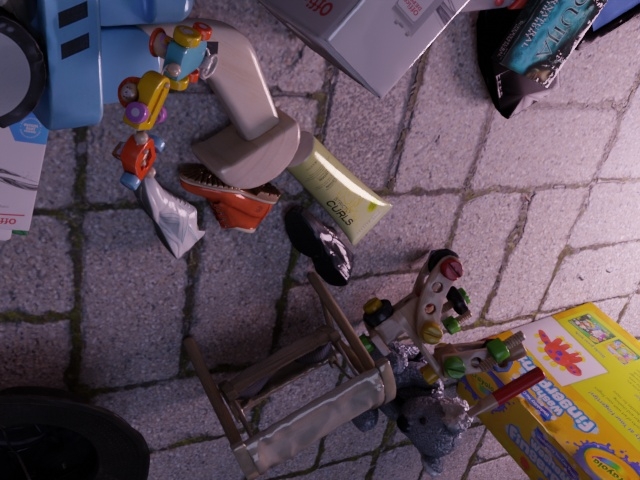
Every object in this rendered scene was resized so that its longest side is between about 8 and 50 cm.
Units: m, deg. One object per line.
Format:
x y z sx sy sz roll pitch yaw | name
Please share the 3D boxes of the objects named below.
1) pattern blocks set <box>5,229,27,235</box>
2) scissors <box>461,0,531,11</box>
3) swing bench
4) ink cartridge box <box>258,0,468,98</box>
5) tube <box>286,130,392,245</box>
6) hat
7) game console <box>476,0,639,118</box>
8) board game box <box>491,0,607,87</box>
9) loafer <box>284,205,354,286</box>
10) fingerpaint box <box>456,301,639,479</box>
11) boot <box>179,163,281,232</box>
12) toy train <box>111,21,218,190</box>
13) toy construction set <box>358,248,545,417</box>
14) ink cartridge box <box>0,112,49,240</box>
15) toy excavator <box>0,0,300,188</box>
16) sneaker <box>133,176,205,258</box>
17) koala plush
-0.519 0.022 0.786 0.324 0.026 0.285 -30 131 -15 | pattern blocks set
0.269 -0.338 0.965 0.297 0.021 0.109 -28 136 -12 | scissors
-0.046 0.227 1.070 0.253 0.255 0.165 -26 131 -13 | swing bench
0.084 -0.334 0.785 0.283 0.207 0.117 -48 131 7 | ink cartridge box
0.028 -0.077 1.037 0.070 0.062 0.240 -11 147 29 | tube
-0.413 0.295 0.979 0.331 0.134 0.331 -4 122 -7 | hat
0.403 -0.362 1.071 0.361 0.044 0.213 -32 133 -8 | game console
0.349 -0.327 0.994 0.126 0.026 0.186 11 120 -38 | board game box
0.000 0.000 1.083 0.170 0.062 0.061 56 47 -36 | loafer
0.571 0.364 1.414 0.371 0.445 0.163 -14 129 -23 | fingerpaint box
-0.138 -0.054 0.952 0.158 0.059 0.085 16 117 -39 | boot
-0.160 -0.137 0.651 0.166 0.046 0.125 -62 179 -15 | toy train
0.204 0.190 1.185 0.237 0.309 0.257 -30 124 -3 | toy construction set
-0.379 -0.072 0.762 0.104 0.060 0.180 3 112 -42 | ink cartridge box
-0.201 -0.225 0.709 0.445 0.222 0.433 -16 130 -32 | toy excavator
-0.208 -0.044 0.925 0.061 0.053 0.152 -36 140 -17 | sneaker
0.199 0.329 1.314 0.203 0.221 0.196 6 117 -35 | koala plush
